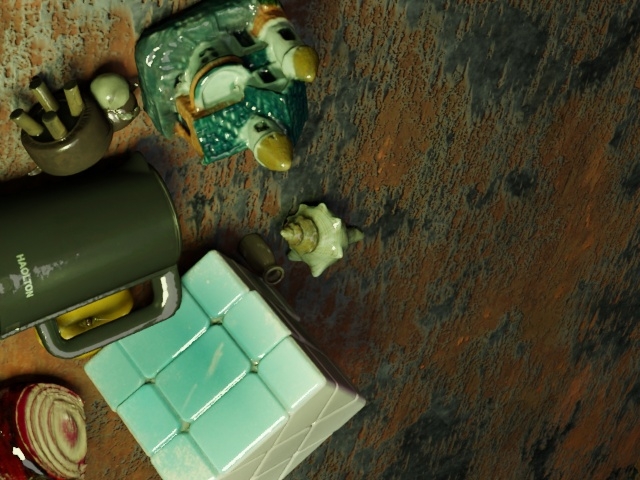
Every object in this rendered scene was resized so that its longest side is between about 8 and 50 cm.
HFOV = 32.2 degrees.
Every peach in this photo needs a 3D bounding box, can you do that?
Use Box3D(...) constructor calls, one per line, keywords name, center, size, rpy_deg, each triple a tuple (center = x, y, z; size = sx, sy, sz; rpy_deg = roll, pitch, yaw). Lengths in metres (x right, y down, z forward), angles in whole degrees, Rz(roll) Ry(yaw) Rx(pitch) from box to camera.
Box3D(name="peach", center=(-0.401, 0.119, 1.874), size=(0.179, 0.103, 0.179), rpy_deg=(-24, 139, -23))

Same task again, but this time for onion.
Box3D(name="onion", center=(-0.535, 0.360, 1.918), size=(0.206, 0.216, 0.207), rpy_deg=(-29, 138, 21))

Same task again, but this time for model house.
Box3D(name="model house", center=(-0.109, -0.216, 1.662), size=(0.253, 0.291, 0.184), rpy_deg=(-24, 141, -18))

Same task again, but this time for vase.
Box3D(name="vase", center=(-0.106, 0.036, 2.016), size=(0.053, 0.101, 0.053), rpy_deg=(-19, 135, -21))

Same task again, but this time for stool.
Box3D(name="stool", center=(-0.358, -0.184, 1.632), size=(0.217, 0.125, 0.121), rpy_deg=(-38, 138, -16))

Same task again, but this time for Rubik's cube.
Box3D(name="Rubik's cube", center=(-0.159, 0.255, 1.950), size=(0.322, 0.316, 0.319), rpy_deg=(-41, 160, 3))

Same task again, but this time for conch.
Box3D(name="conch", center=(-0.003, 0.010, 2.066), size=(0.137, 0.114, 0.234), rpy_deg=(-31, 145, 10))

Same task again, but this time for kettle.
Box3D(name="kettle", center=(-0.373, 0.029, 1.711), size=(0.308, 0.262, 0.203), rpy_deg=(-19, 170, -25))
